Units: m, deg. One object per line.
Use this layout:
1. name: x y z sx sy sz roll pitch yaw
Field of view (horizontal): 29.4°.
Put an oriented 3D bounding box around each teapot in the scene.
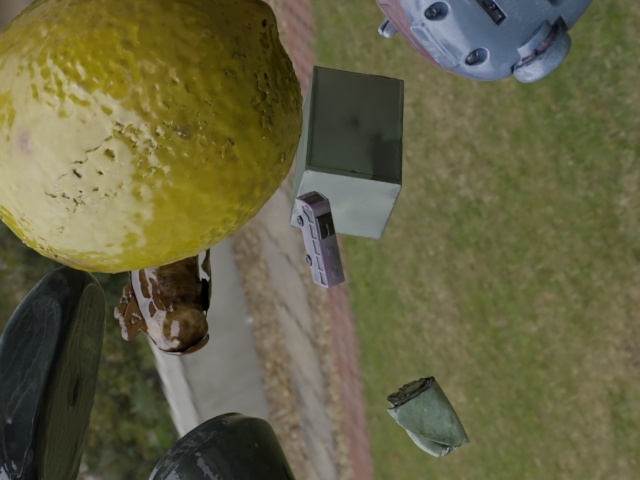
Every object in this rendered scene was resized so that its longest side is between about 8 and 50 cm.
1. teapot: -0.068 0.324 1.379 0.225 0.171 0.203 47 -174 25

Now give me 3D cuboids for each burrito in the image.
1. burrito: 0.138 0.231 1.553 0.118 0.074 0.044 57 172 -23

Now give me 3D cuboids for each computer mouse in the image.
1. computer mouse: -0.401 0.213 1.750 0.203 0.114 0.374 70 -155 -63

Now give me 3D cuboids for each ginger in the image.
1. ginger: -0.176 -0.010 1.516 0.133 0.107 0.309 25 118 34

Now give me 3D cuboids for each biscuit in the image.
1. biscuit: -0.242 0.097 1.680 0.016 0.092 0.082 42 -131 -65

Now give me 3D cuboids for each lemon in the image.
1. lemon: -0.161 -0.101 1.040 0.258 0.310 0.258 56 -162 -29

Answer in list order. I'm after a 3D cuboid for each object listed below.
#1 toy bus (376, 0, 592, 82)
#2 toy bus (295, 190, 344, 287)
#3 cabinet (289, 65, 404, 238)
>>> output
1. toy bus: 0.189 -0.313 1.328 0.197 0.294 0.232 43 170 -22
2. toy bus: 0.000 0.000 1.672 0.052 0.037 0.131 26 132 57
3. cabinet: 0.040 -0.133 1.860 0.150 0.145 0.206 107 169 -55
